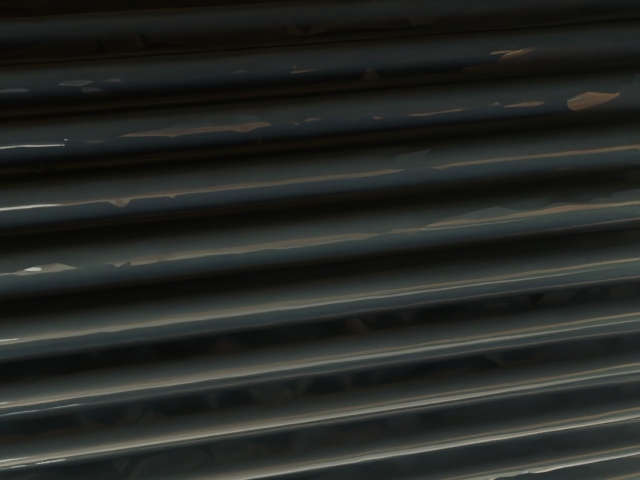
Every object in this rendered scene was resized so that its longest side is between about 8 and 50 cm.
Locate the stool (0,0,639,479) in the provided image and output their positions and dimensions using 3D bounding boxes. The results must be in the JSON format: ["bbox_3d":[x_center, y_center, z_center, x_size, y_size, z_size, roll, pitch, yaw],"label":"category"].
[{"bbox_3d":[0.000,0.000,0.728,0.330,0.297,0.297,-6,38,1],"label":"stool"}]
